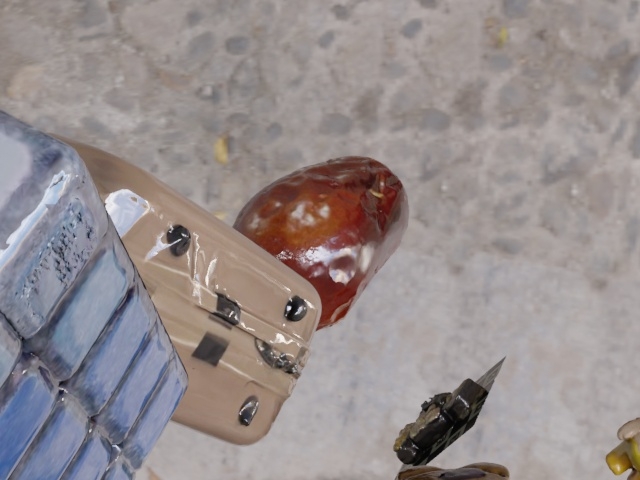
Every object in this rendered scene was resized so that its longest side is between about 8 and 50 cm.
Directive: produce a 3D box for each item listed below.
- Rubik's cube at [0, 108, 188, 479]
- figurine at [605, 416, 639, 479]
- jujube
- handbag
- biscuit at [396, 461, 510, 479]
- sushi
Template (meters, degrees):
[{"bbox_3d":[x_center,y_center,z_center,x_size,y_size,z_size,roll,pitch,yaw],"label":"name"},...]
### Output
[{"bbox_3d":[-0.209,0.059,0.432,0.238,0.237,0.237,25,72,14],"label":"Rubik's cube"},{"bbox_3d":[0.433,0.208,1.480,0.156,0.246,0.131,53,38,7],"label":"figurine"},{"bbox_3d":[0.000,0.000,1.812,0.318,0.223,0.223,-38,114,-47],"label":"jujube"},{"bbox_3d":[-0.173,0.025,0.939,0.302,0.283,0.149,33,76,-54],"label":"handbag"},{"bbox_3d":[0.132,0.272,1.283,0.180,0.236,0.039,-4,104,5],"label":"biscuit"},{"bbox_3d":[0.168,0.258,1.918,0.050,0.215,0.192,42,35,-2],"label":"sushi"}]
